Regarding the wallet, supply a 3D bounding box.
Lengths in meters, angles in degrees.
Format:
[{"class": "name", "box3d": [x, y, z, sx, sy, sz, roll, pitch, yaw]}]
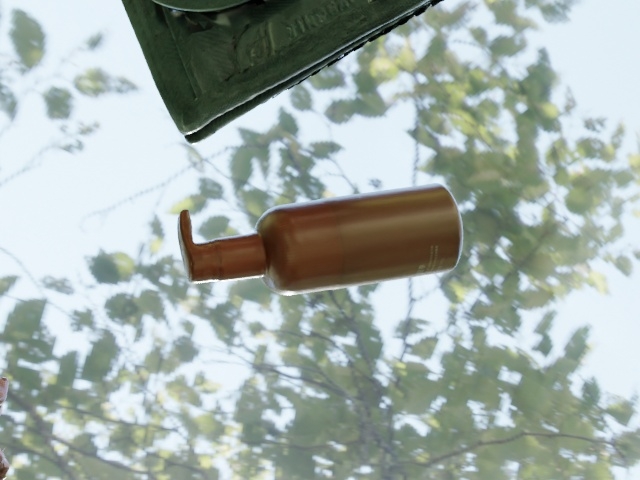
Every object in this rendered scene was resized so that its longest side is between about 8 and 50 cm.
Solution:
[{"class": "wallet", "box3d": [-0.041, -0.264, 1.092, 0.342, 0.075, 0.237, -26, -101, 27]}]

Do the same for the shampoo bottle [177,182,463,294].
[{"class": "shampoo bottle", "box3d": [0.001, 0.002, 1.058, 0.244, 0.085, 0.086, -6, -108, -17]}]

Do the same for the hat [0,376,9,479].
[{"class": "hat", "box3d": [-0.293, 0.052, 0.588, 0.107, 0.286, 0.237, -10, -89, 56]}]
